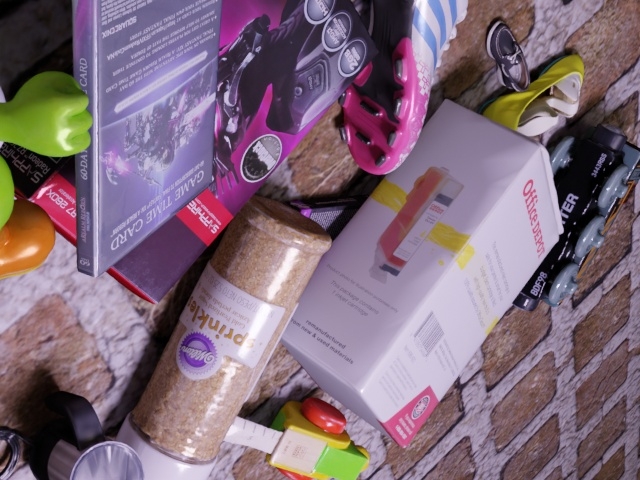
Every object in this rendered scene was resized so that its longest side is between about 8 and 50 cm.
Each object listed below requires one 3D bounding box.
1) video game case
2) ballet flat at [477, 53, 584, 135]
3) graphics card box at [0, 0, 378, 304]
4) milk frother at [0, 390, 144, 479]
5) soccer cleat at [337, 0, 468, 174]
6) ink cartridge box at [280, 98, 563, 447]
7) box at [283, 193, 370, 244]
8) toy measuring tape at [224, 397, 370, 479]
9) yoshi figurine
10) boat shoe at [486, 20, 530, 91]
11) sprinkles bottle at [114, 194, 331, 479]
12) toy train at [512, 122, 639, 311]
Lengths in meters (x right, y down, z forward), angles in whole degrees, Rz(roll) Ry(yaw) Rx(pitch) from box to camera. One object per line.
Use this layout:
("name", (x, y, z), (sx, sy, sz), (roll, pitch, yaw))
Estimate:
("video game case", (-0.137, -0.130, 0.870), (0.196, 0.026, 0.274), (-47, 151, -54))
("ballet flat", (0.324, -0.197, 1.527), (0.231, 0.077, 0.077), (-30, 138, -30))
("graphics card box", (-0.122, -0.136, 1.047), (0.371, 0.094, 0.233), (-50, 144, -8))
("milk frother", (-0.288, 0.245, 1.138), (0.143, 0.135, 0.129), (-39, 112, -25))
("soccer cleat", (0.111, -0.229, 1.218), (0.143, 0.116, 0.331), (-23, 134, -36))
("ink cartridge box", (0.140, 0.050, 1.412), (0.384, 0.160, 0.279), (-51, 152, -11))
("box", (0.000, 0.000, 1.360), (0.162, 0.029, 0.116), (-6, 124, -46))
("toy measuring tape", (-0.066, 0.260, 1.472), (0.330, 0.121, 0.121), (25, 100, -32))
("yoshi figurine", (-0.263, -0.146, 0.773), (0.204, 0.203, 0.362), (2, 138, -3))
("boat shoe", (0.258, -0.248, 1.441), (0.046, 0.038, 0.125), (-45, 144, -13))
("sprinkles bottle", (-0.118, 0.123, 1.248), (0.121, 0.121, 0.355), (14, 108, -53))
("toy train", (0.415, -0.036, 1.730), (0.190, 0.142, 0.333), (-8, 125, -58))
